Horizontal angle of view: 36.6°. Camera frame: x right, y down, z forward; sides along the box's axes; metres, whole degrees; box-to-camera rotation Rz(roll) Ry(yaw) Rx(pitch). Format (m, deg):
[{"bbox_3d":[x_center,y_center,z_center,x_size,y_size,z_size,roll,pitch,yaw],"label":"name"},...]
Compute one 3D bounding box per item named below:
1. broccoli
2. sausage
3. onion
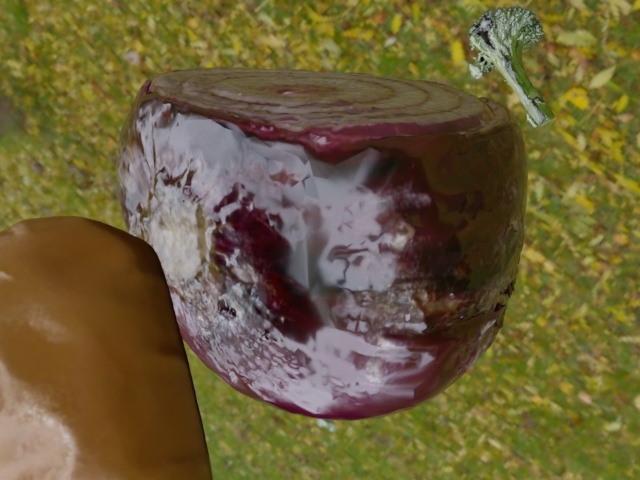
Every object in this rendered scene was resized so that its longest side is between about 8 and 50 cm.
[{"bbox_3d":[0.303,-0.264,1.493,0.118,0.122,0.204,55,-166,-74],"label":"broccoli"},{"bbox_3d":[-0.136,0.103,0.560,0.120,0.136,0.241,-45,62,61],"label":"sausage"},{"bbox_3d":[0.000,0.000,0.757,0.337,0.282,0.260,16,115,36],"label":"onion"}]
